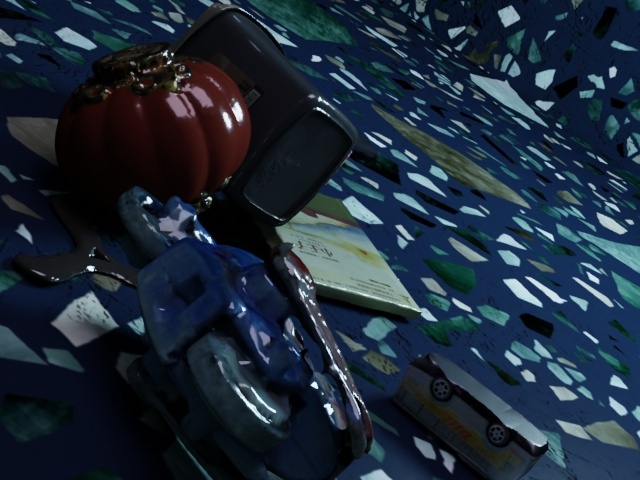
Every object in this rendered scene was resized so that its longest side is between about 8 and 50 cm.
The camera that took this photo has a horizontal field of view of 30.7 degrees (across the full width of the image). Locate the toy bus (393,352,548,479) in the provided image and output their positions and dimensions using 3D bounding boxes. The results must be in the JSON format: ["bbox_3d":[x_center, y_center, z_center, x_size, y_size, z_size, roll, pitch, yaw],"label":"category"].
[{"bbox_3d":[0.162,0.197,1.273,0.172,0.072,0.057,38,20,22],"label":"toy bus"}]

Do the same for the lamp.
[{"bbox_3d":[-0.188,-0.115,1.328,0.226,0.227,0.227,27,20,-11],"label":"lamp"}]

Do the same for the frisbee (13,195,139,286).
[{"bbox_3d":[-0.220,0.022,1.227,0.187,0.012,0.211,26,20,-14],"label":"frisbee"}]

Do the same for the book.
[{"bbox_3d":[0.000,0.000,1.569,0.201,0.026,0.289,17,24,-36],"label":"book"}]

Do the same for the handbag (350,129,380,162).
[{"bbox_3d":[-0.040,-0.215,1.932,0.254,0.089,0.211,42,17,30],"label":"handbag"}]

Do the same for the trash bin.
[{"bbox_3d":[-0.107,-0.171,1.521,0.290,0.209,0.182,45,4,37],"label":"trash bin"}]

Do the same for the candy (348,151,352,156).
[{"bbox_3d":[-0.117,-0.193,1.780,0.365,0.124,0.124,32,18,27],"label":"candy"}]

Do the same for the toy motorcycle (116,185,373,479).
[{"bbox_3d":[-0.085,0.105,1.062,0.182,0.241,0.319,-20,46,-11],"label":"toy motorcycle"}]
